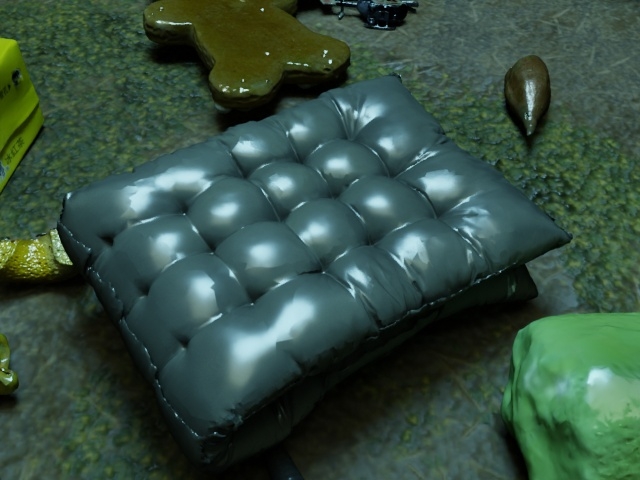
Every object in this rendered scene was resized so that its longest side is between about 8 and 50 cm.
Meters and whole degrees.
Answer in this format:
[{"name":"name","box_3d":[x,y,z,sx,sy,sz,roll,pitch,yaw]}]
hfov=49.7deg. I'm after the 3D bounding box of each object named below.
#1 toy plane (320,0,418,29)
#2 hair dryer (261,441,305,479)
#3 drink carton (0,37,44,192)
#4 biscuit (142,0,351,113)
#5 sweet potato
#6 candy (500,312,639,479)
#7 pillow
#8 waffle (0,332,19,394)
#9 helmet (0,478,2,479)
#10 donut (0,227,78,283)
[{"name":"toy plane","box_3d":[0.059,-0.285,0.842,0.121,0.031,0.049,7,44,2]},{"name":"hair dryer","box_3d":[-0.020,0.249,0.367,0.304,0.120,0.359,-24,43,-3]},{"name":"drink carton","box_3d":[-0.459,-0.118,0.634,0.351,0.111,0.154,8,51,4]},{"name":"biscuit","box_3d":[-0.102,-0.250,0.795,0.197,0.049,0.301,-21,54,-30]},{"name":"sweet potato","box_3d":[0.215,-0.147,0.717,0.049,0.049,0.117,8,50,5]},{"name":"candy","box_3d":[0.294,0.115,0.454,0.344,0.132,0.142,1,7,-4]},{"name":"pillow","box_3d":[0.000,0.000,0.521,0.326,0.101,0.228,-24,59,-29]},{"name":"waffle","box_3d":[-0.357,0.104,0.486,0.254,0.052,0.245,-35,60,-28]},{"name":"helmet","box_3d":[-0.251,0.170,0.385,0.177,0.107,0.153,10,88,-1]},{"name":"donut","box_3d":[-0.230,0.012,0.560,0.083,0.067,0.038,9,60,-39]}]
